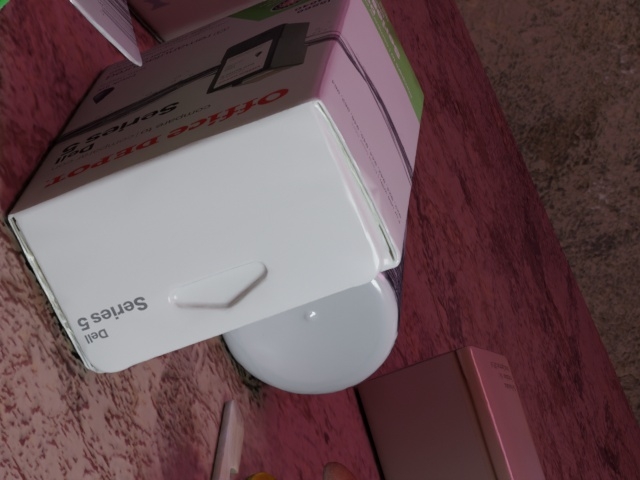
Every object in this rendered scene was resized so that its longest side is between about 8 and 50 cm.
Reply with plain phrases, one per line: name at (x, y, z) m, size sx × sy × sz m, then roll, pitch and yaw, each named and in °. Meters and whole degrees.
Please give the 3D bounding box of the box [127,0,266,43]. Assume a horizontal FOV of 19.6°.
box at (-0.083, -0.278, 1.422) m, size 0.127 × 0.148 × 0.232 m, roll 46°, pitch 28°, yaw -59°

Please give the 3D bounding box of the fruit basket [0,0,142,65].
fruit basket at (-0.218, -0.297, 1.042) m, size 0.327 × 0.165 × 0.353 m, roll 57°, pitch 4°, yaw -43°

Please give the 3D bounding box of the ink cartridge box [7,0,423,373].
ink cartridge box at (-0.052, -0.052, 1.138) m, size 0.273 × 0.198 × 0.115 m, roll -76°, pitch 143°, yaw -66°

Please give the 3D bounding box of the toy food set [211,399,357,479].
toy food set at (0.004, 0.214, 1.241) m, size 0.128 × 0.071 × 0.218 m, roll -75°, pitch 142°, yaw -66°

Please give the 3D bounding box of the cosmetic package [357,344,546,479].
cosmetic package at (0.143, 0.257, 1.609) m, size 0.160 × 0.113 × 0.309 m, roll 19°, pitch 51°, yaw -72°

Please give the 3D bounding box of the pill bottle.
pill bottle at (0.000, 0.000, 1.393) m, size 0.246 × 0.130 × 0.130 m, roll -82°, pitch 148°, yaw -62°
